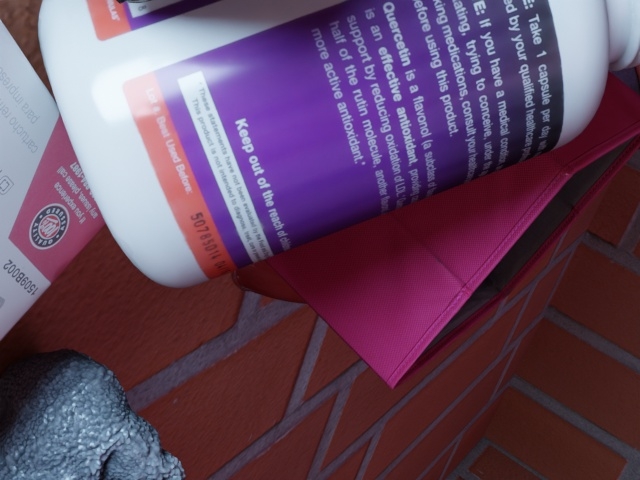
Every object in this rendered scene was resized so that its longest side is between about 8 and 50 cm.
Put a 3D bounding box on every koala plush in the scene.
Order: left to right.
[{"bbox_3d":[-0.233,0.212,0.711,0.221,0.196,0.203,-40,141,-37],"label":"koala plush"}]

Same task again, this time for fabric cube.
[{"bbox_3d":[0.091,-0.077,0.831,0.254,0.258,0.259,-27,156,-53],"label":"fabric cube"}]

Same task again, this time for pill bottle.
[{"bbox_3d":[0.026,-0.107,0.524,0.322,0.182,0.181,-20,152,-2],"label":"pill bottle"}]

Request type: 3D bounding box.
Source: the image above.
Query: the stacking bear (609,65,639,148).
[{"bbox_3d":[0.259,-0.158,1.140,0.288,0.175,0.164,-11,160,1],"label":"stacking bear"}]

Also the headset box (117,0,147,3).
[{"bbox_3d":[-0.057,-0.262,0.341,0.246,0.131,0.283,45,74,-28],"label":"headset box"}]

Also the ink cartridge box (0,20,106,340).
[{"bbox_3d":[-0.257,0.014,0.462,0.283,0.117,0.207,-52,159,-16],"label":"ink cartridge box"}]

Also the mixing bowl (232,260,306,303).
[{"bbox_3d":[0.000,0.000,1.022,0.181,0.098,0.181,-47,156,-28],"label":"mixing bowl"}]
